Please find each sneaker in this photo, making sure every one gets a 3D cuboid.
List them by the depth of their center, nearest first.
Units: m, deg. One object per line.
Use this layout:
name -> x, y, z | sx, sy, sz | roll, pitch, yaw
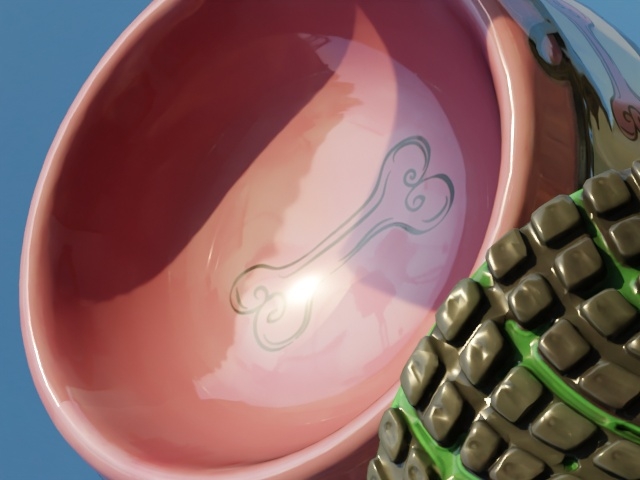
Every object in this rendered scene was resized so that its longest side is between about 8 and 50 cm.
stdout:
sneaker -> 0.165, 0.035, 0.569 | 0.343, 0.146, 0.134 | -34, -119, -17

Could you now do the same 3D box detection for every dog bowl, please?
dog bowl -> 0.000, 0.000, 0.884 | 0.150, 0.408, 0.408 | 33, -108, -49
